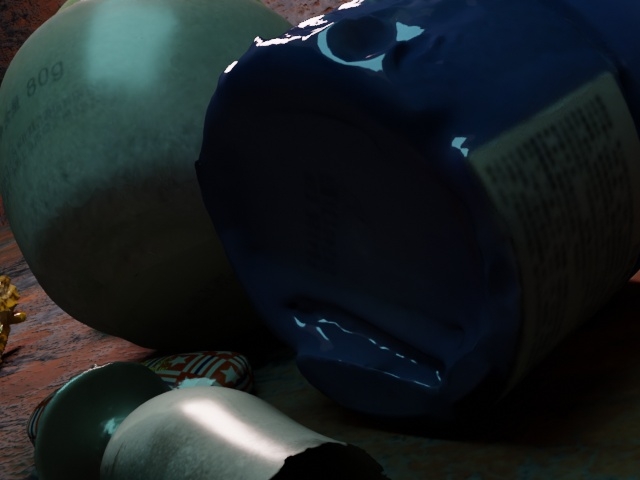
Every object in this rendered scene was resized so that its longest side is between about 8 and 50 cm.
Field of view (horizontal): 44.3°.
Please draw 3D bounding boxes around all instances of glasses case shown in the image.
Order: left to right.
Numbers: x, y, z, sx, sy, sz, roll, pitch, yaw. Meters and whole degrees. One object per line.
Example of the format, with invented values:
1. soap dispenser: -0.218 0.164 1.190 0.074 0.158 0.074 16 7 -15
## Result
1. glasses case: -0.147 0.124 0.610 0.195 0.049 0.073 -15 15 21

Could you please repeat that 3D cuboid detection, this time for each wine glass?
1. wine glass: -0.065 0.123 0.394 0.103 0.103 0.222 -29 16 -33

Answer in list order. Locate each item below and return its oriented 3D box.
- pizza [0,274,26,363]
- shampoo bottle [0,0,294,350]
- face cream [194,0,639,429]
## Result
1. pizza: -0.502 0.159 0.930 0.268 0.087 0.258 -20 18 6
2. shampoo bottle: -0.136 -0.076 0.741 0.323 0.322 0.317 -19 49 8
3. face cream: 0.078 -0.040 0.494 0.225 0.249 0.249 -33 18 -37
